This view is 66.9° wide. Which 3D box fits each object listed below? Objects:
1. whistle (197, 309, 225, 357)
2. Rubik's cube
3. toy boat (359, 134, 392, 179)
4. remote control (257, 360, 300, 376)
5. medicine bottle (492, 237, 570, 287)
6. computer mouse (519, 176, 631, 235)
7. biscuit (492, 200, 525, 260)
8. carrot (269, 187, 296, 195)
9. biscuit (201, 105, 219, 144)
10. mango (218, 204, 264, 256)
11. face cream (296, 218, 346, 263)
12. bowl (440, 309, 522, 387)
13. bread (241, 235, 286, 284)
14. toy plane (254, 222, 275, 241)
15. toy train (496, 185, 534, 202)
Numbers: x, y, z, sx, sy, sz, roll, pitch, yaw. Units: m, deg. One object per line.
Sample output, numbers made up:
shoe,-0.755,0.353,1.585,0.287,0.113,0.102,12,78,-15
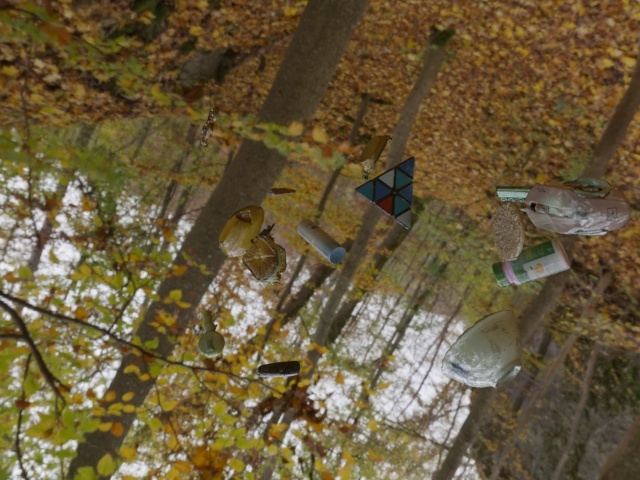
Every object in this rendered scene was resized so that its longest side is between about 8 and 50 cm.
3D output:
whistle,-0.428,0.356,1.872,0.057,0.104,0.198,69,-176,-57
Rubik's cube,0.209,-0.187,1.934,0.250,0.284,0.234,-3,-174,-21
toy boat,0.240,-0.386,2.191,0.088,0.229,0.089,25,-170,-42
remote control,-0.205,0.630,2.372,0.222,0.072,0.042,-9,146,14
medicine bottle,0.843,0.098,1.957,0.133,0.274,0.133,35,-138,-39
computer mouse,0.822,-0.109,1.632,0.115,0.199,0.389,-16,-164,-37
biscuit,0.359,-0.019,0.929,0.015,0.120,0.120,-3,-165,-6
carrot,-0.171,-0.226,2.224,0.036,0.035,0.165,32,-152,35
biscuit,-0.511,-0.544,2.234,0.031,0.205,0.138,12,-123,-28
mango,-0.340,-0.043,2.119,0.167,0.262,0.130,10,-150,-44
face cream,0.000,0.000,1.859,0.077,0.077,0.250,15,-162,-40
bowl,0.557,0.387,1.570,0.313,0.313,0.146,14,-151,-43
bread,-0.172,0.062,1.555,0.140,0.128,0.069,42,-167,29
toy plane,-0.262,-0.035,2.303,0.135,0.188,0.062,16,143,19
toy train,0.735,-0.175,1.824,0.148,0.038,0.071,6,139,42
